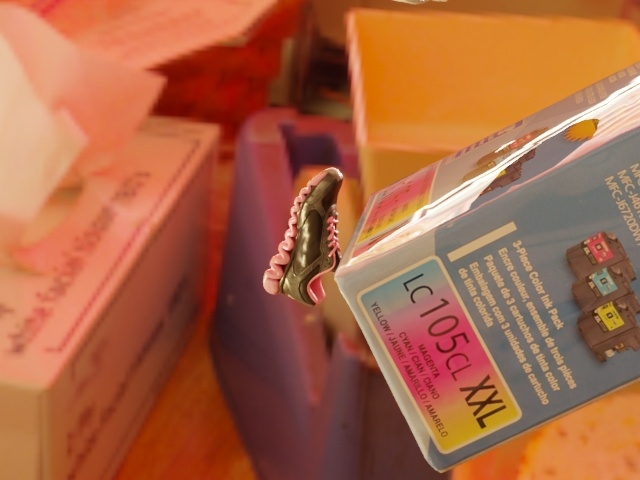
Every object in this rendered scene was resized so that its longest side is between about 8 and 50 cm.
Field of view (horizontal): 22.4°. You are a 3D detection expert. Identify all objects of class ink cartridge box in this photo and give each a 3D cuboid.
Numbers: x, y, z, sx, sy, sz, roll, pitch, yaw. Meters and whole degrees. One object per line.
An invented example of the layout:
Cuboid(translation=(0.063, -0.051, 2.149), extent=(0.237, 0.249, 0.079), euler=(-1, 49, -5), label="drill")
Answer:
Cuboid(translation=(0.225, -0.030, 1.074), extent=(0.395, 0.151, 0.270), euler=(-25, 9, 11), label="ink cartridge box")

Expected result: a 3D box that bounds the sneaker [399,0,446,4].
Cuboid(translation=(0.033, -0.263, 1.358), extent=(0.305, 0.114, 0.152), euler=(-8, 36, -36), label="sneaker")

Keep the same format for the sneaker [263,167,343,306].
Cuboid(translation=(0.000, 0.000, 1.281), extent=(0.057, 0.119, 0.047), euler=(30, 26, 19), label="sneaker")
